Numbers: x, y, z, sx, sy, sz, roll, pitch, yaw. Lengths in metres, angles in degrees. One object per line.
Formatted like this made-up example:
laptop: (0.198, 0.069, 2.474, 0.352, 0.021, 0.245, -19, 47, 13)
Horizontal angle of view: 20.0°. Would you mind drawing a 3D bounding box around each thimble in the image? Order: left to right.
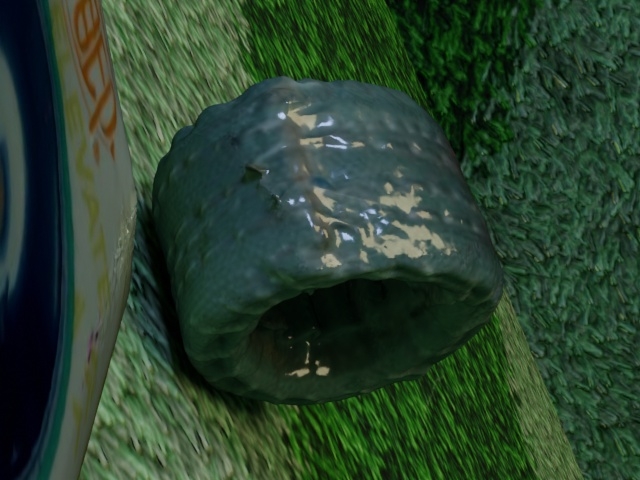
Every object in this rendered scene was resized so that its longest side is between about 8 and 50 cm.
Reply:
thimble: (0.000, 0.000, 1.130, 0.235, 0.198, 0.143, 53, 17, -63)

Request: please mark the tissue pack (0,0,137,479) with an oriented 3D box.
tissue pack: (-0.160, -0.006, 0.500, 0.388, 0.162, 0.287, -85, 170, -62)
